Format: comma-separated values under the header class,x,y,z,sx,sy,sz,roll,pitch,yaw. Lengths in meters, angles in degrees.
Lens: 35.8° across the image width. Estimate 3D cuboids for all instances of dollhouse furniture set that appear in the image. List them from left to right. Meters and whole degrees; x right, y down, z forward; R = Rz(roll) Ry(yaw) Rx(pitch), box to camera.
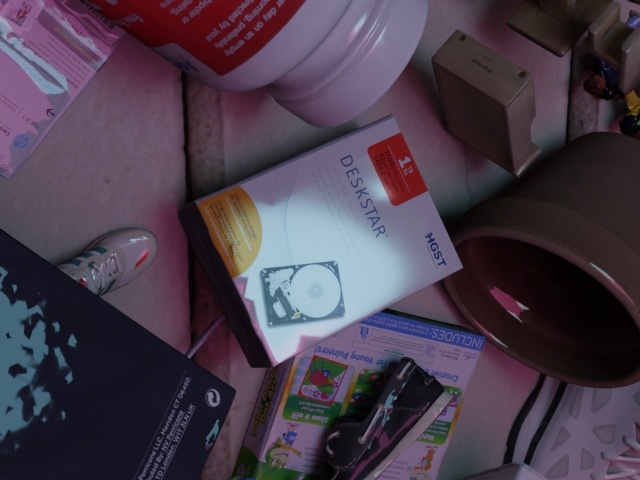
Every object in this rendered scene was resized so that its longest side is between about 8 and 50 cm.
class,x,y,z,sx,sy,sz,roll,pitch,yaw
dollhouse furniture set,0.242,-0.216,1.068,0.242,0.212,0.161,-48,155,-8

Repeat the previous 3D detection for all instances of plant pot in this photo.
class,x,y,z,sx,sy,sz,roll,pitch,yaw
plant pot,0.304,0.003,1.141,0.229,0.263,0.263,-51,121,-26

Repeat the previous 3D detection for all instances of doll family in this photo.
class,x,y,z,sx,sy,sz,roll,pitch,yaw
doll family,0.381,-0.189,1.215,0.193,0.076,0.111,41,87,-24

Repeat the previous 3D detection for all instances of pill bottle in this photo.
class,x,y,z,sx,sy,sz,roll,pitch,yaw
pill bottle,-0.105,-0.274,0.844,0.408,0.229,0.229,33,87,-31

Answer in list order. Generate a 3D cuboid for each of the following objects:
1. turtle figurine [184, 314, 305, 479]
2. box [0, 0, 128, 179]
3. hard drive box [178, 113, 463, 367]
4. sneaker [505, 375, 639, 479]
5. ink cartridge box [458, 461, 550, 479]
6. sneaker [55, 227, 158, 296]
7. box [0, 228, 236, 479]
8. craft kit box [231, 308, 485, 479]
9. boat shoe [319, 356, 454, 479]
class,x,y,z,sx,sy,sz,roll,pitch,yaw
turtle figurine,-0.161,0.271,1.002,0.266,0.274,0.198,-23,127,10
box,-0.282,-0.171,0.891,0.145,0.038,0.186,40,82,-29
hard drive box,0.000,0.000,1.020,0.232,0.089,0.181,-27,92,-21
sneaker,0.383,0.254,1.219,0.169,0.257,0.447,5,101,-29
ink cartridge box,0.191,0.384,1.162,0.092,0.158,0.218,34,59,-10
sneaker,-0.223,0.040,0.953,0.161,0.075,0.057,-24,113,-20
box,-0.283,0.123,0.797,0.294,0.296,0.182,39,60,-30
craft kit box,0.047,0.197,1.149,0.250,0.061,0.246,16,93,-30
boat shoe,0.042,0.231,1.094,0.079,0.084,0.233,44,88,9
